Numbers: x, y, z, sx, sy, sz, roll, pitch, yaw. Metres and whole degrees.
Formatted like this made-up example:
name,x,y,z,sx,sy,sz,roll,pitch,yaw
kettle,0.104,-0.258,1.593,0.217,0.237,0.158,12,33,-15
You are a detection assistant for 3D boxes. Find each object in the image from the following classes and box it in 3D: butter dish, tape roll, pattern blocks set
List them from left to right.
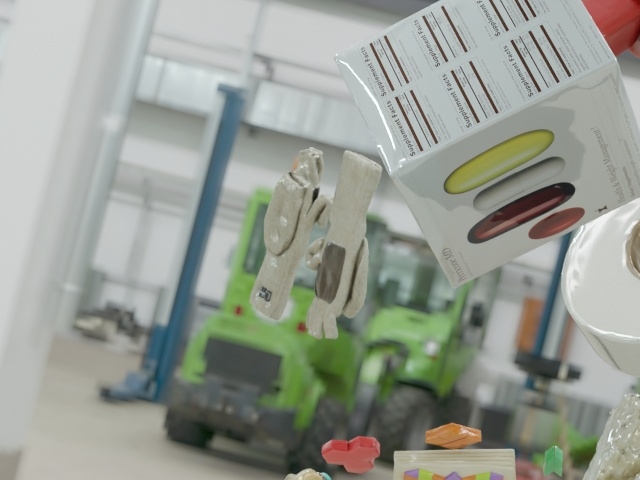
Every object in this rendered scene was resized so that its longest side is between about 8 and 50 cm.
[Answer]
name,x,y,z,sx,sy,sz,roll,pitch,yaw
pattern blocks set,0.185,0.339,2.430,0.325,0.026,0.285,-7,-36,13
butter dish,0.272,-0.245,1.861,0.160,0.118,0.160,46,-7,12
tape roll,0.476,0.005,2.074,0.392,0.392,0.072,13,-35,55

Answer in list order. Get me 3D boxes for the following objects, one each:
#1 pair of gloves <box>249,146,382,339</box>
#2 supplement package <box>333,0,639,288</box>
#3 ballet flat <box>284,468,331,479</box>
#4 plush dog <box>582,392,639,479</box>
name,x,y,z,sx,sy,sz,roll,pitch,yaw
pair of gloves,0.000,0.000,1.891,0.042,0.204,0.240,10,2,-26
supplement package,0.153,-0.101,1.472,0.194,0.203,0.149,56,10,-52
ballet flat,-0.030,0.258,1.613,0.073,0.080,0.232,-23,-15,-11
plush dog,0.319,0.279,1.436,0.225,0.210,0.262,29,12,-7
